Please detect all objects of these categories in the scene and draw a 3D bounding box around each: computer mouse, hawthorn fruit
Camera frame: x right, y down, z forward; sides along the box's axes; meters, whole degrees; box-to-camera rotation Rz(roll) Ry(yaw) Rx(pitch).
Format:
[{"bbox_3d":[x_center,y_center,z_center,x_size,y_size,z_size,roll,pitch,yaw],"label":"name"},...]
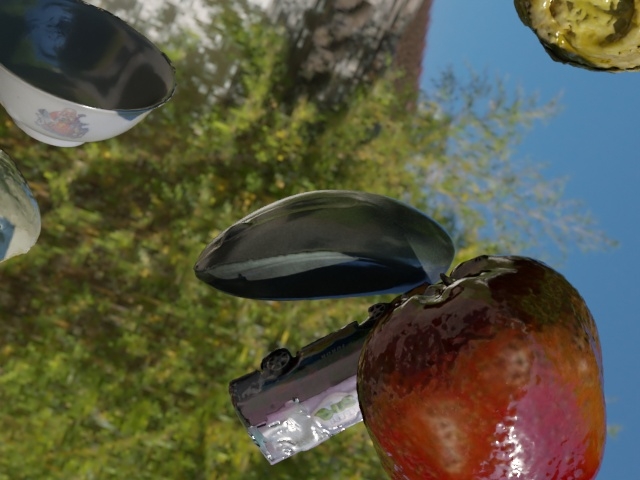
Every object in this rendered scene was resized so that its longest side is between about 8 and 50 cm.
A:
[{"bbox_3d":[0.000,-0.004,1.654,0.203,0.373,0.114,-84,170,-60],"label":"computer mouse"},{"bbox_3d":[0.190,0.203,1.302,0.284,0.284,0.369,171,-96,-72],"label":"hawthorn fruit"}]

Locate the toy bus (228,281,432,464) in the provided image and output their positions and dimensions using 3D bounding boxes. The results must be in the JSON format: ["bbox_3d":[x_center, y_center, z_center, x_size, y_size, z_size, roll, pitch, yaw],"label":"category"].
[{"bbox_3d":[0.035,0.182,1.566,0.317,0.112,0.138,-29,-156,5],"label":"toy bus"}]

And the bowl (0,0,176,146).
[{"bbox_3d":[-0.427,-0.259,1.968,0.345,0.345,0.157,-92,-153,-55],"label":"bowl"}]

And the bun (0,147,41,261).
[{"bbox_3d":[-0.476,0.011,1.191,0.365,0.219,0.365,-34,-170,7],"label":"bun"}]

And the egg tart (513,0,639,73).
[{"bbox_3d":[0.369,-0.335,1.547,0.095,0.279,0.279,-44,173,-47],"label":"egg tart"}]
